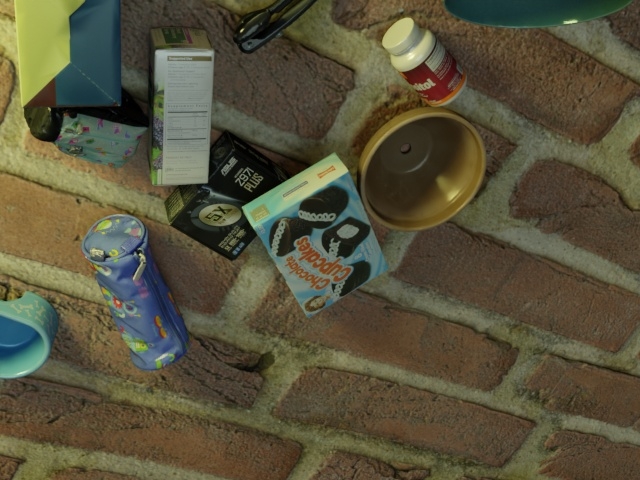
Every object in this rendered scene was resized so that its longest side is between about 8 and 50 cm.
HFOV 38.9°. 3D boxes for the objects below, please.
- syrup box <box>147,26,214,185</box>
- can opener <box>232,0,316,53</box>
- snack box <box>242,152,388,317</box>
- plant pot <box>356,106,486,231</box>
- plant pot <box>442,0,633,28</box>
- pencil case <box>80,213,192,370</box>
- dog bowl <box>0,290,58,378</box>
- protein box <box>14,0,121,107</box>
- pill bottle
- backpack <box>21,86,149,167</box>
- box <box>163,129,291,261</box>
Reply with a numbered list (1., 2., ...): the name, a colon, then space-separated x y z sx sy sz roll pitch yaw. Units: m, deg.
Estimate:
1. syrup box: -0.227 -0.213 1.454 0.096 0.093 0.237 -4 124 -16
2. can opener: -0.059 -0.362 1.434 0.186 0.073 0.059 -36 119 -4
3. snack box: 0.000 0.000 1.636 0.187 0.060 0.322 -31 143 -3
4. plant pot: 0.168 -0.142 1.625 0.237 0.110 0.237 -9 125 -13
5. plant pot: 0.333 -0.462 1.390 0.290 0.290 0.195 2 86 -19
6. pencil case: -0.322 0.098 1.613 0.119 0.133 0.306 -41 135 -31
7. dog bowl: -0.605 0.149 1.587 0.297 0.074 0.166 27 111 -30
8. protein box: -0.356 -0.319 1.271 0.136 0.201 0.200 -3 124 -17
9. pill bottle: 0.174 -0.302 1.533 0.086 0.086 0.152 -42 125 12
10. backpack: -0.362 -0.189 1.408 0.182 0.152 0.115 14 124 -40
11. box: -0.158 -0.076 1.580 0.147 0.077 0.180 34 108 -33
